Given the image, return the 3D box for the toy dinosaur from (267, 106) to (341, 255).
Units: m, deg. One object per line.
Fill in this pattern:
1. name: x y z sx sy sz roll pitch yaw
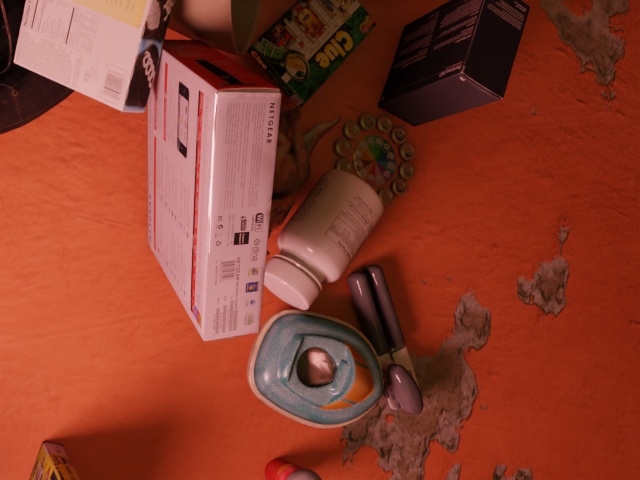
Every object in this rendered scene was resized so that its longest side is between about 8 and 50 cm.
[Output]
1. toy dinosaur: -0.072 -0.112 1.149 0.295 0.127 0.200 -37 116 -40

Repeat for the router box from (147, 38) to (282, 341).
1. router box: -0.164 -0.084 0.928 0.082 0.301 0.336 -7 119 -27

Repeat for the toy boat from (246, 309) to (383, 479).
1. toy boat: -0.010 0.287 1.143 0.267 0.148 0.318 21 79 -25

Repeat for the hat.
1. hat: -0.474 -0.304 0.927 0.331 0.134 0.331 -46 152 -34

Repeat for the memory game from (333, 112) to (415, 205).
1. memory game: 0.107 -0.156 1.294 0.186 0.012 0.186 1 88 -27

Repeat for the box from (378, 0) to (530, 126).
1. box: 0.235 -0.331 1.225 0.103 0.261 0.184 26 77 -24

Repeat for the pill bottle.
1. pill bottle: 0.000 0.000 1.162 0.131 0.131 0.229 43 68 -19

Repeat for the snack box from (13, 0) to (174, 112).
1. snack box: -0.277 -0.352 0.870 0.187 0.060 0.322 25 108 13

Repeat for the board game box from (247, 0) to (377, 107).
1. board game box: -0.009 -0.367 1.206 0.136 0.030 0.260 47 59 -18

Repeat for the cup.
1. cup: -0.212 -0.462 1.003 0.236 0.331 0.331 9 84 1

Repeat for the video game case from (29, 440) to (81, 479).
1. video game case: -0.386 0.434 0.891 0.035 0.248 0.275 21 79 -27

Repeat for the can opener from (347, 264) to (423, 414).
1. can opener: 0.133 0.186 1.249 0.076 0.095 0.284 -21 98 -27
